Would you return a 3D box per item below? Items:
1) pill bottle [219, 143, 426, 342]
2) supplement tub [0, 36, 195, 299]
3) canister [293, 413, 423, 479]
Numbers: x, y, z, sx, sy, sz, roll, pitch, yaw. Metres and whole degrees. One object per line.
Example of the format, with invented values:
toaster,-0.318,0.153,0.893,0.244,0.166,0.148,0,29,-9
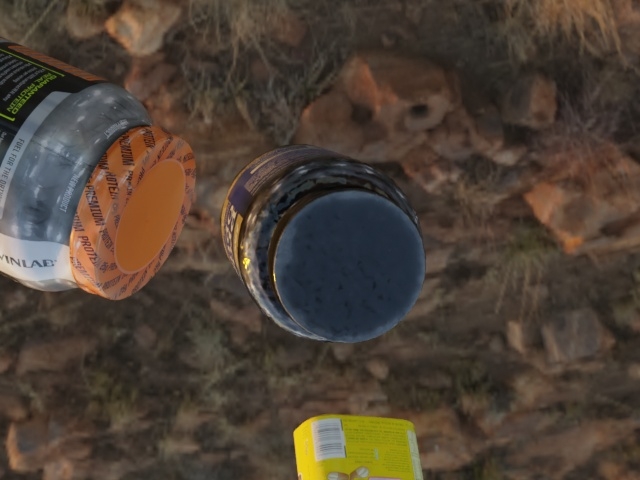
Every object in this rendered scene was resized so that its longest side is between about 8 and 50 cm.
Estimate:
pill bottle,0.000,0.000,0.772,0.123,0.219,0.122,-1,98,-9
supplement tub,-0.282,-0.077,1.000,0.316,0.193,0.193,24,139,17
canister,0.042,0.249,1.030,0.126,0.170,0.073,9,145,-25
